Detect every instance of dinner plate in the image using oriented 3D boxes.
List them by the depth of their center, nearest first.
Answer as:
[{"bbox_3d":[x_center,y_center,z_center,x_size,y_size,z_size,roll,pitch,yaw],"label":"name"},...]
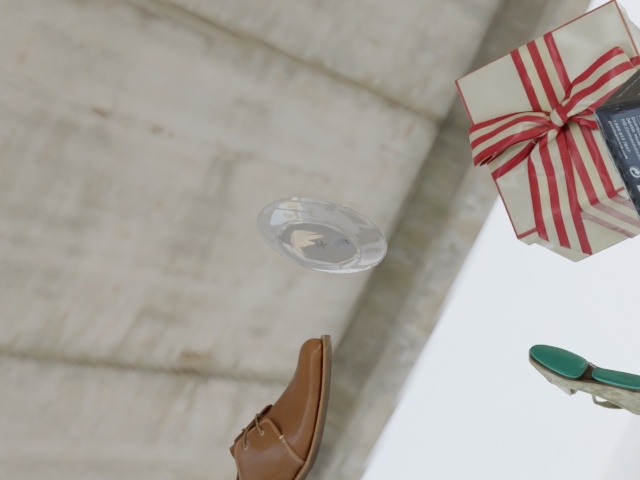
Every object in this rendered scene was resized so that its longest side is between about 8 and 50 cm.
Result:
[{"bbox_3d":[0.000,0.000,1.946,0.141,0.141,0.017,71,-153,-54],"label":"dinner plate"}]

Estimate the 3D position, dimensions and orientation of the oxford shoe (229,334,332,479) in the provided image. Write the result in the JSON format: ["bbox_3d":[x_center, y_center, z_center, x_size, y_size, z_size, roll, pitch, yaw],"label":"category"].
[{"bbox_3d":[-0.039,0.180,1.681,0.076,0.076,0.212,-99,26,-73],"label":"oxford shoe"}]

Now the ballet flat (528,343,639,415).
[{"bbox_3d":[0.335,0.181,2.321,0.057,0.168,0.052,-41,-38,-49],"label":"ballet flat"}]

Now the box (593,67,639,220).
[{"bbox_3d":[0.329,-0.097,1.312,0.153,0.207,0.108,-40,-69,-37],"label":"box"}]

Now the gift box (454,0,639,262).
[{"bbox_3d":[0.345,-0.117,2.257,0.255,0.276,0.258,-31,-22,18],"label":"gift box"}]
